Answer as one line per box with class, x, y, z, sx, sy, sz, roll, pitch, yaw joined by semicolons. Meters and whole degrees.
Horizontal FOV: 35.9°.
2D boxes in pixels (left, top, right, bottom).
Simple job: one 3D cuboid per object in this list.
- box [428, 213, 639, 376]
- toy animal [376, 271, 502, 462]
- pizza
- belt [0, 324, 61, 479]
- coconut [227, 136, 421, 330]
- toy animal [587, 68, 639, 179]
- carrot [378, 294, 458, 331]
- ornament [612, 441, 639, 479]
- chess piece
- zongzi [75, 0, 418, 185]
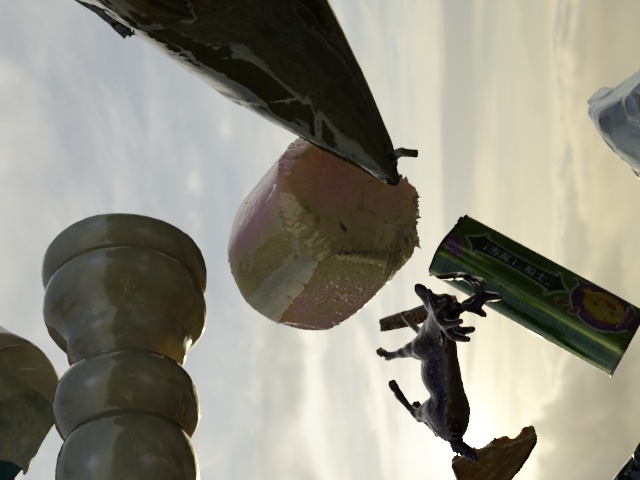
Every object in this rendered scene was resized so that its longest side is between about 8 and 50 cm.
box;0.354;0.088;1.638;0.134;0.345;0.097;-43;-24;-45
toy animal;0.158;0.148;1.249;0.260;0.087;0.244;-2;110;67
pizza;0.248;0.365;1.560;0.036;0.176;0.185;50;121;44
belt;-0.501;0.262;1.235;0.173;0.436;0.300;49;-150;-20
coconut;0.000;0.000;1.283;0.245;0.233;0.233;130;152;-52
toy animal;0.395;-0.080;1.005;0.282;0.140;0.138;38;-151;-21
carrot;0.195;0.148;1.981;0.042;0.170;0.042;-17;-90;-80
ornament;0.339;0.257;0.797;0.261;0.251;0.106;-69;-26;-21
chess piece;-0.174;0.130;0.890;0.167;0.166;0.300;75;-178;-45
zongzi;-0.133;-0.231;0.925;0.447;0.181;0.418;4;-134;-55
